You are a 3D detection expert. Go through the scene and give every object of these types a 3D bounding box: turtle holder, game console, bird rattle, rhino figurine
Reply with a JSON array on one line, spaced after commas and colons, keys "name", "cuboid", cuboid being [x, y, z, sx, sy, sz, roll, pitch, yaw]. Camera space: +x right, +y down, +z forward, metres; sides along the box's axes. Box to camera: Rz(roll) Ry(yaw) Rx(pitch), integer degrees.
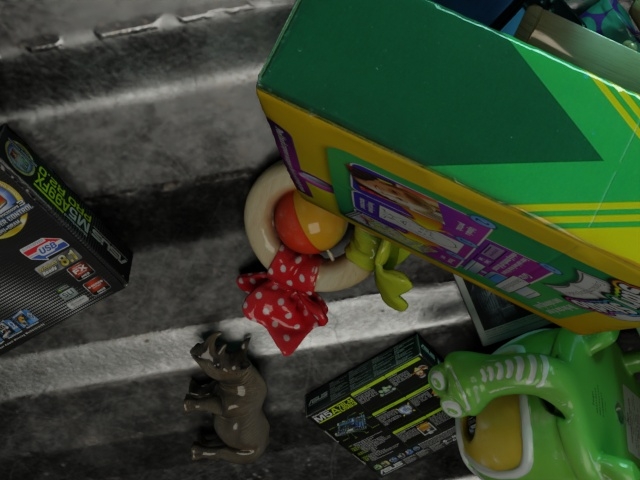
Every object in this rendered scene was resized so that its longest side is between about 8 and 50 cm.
[{"name": "turtle holder", "cuboid": [0.280, 0.231, 1.045, 0.227, 0.244, 0.320, -19, 171, 35]}, {"name": "game console", "cuboid": [0.158, -0.197, 0.823, 0.085, 0.124, 0.144, 10, 132, -47]}, {"name": "bird rattle", "cuboid": [0.000, 0.000, 0.962, 0.253, 0.143, 0.207, -15, 110, 33]}, {"name": "rhino figurine", "cuboid": [-0.122, 0.206, 1.117, 0.106, 0.073, 0.243, -1, 126, 1]}]

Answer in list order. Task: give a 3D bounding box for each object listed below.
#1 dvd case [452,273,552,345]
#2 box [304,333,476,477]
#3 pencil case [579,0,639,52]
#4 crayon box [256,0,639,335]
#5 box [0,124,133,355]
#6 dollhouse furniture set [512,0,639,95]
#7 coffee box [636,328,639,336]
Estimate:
[{"name": "dvd case", "cuboid": [0.245, 0.015, 1.026, 0.179, 0.030, 0.239, -21, 127, 11]}, {"name": "box", "cuboid": [0.107, 0.234, 1.175, 0.190, 0.045, 0.184, -33, 121, 20]}, {"name": "pencil case", "cuboid": [0.249, -0.172, 0.859, 0.151, 0.064, 0.070, -37, 113, 23]}, {"name": "crayon box", "cuboid": [0.129, -0.042, 0.671, 0.313, 0.363, 0.106, 25, 84, 6]}, {"name": "box", "cuboid": [-0.385, 0.023, 0.962, 0.270, 0.060, 0.216, -27, 125, 16]}, {"name": "dollhouse furniture set", "cuboid": [0.294, -0.265, 0.633, 0.173, 0.303, 0.356, 26, 108, 5]}, {"name": "coffee box", "cuboid": [0.605, 0.137, 0.952, 0.338, 0.338, 0.334, 33, 119, -26]}]
